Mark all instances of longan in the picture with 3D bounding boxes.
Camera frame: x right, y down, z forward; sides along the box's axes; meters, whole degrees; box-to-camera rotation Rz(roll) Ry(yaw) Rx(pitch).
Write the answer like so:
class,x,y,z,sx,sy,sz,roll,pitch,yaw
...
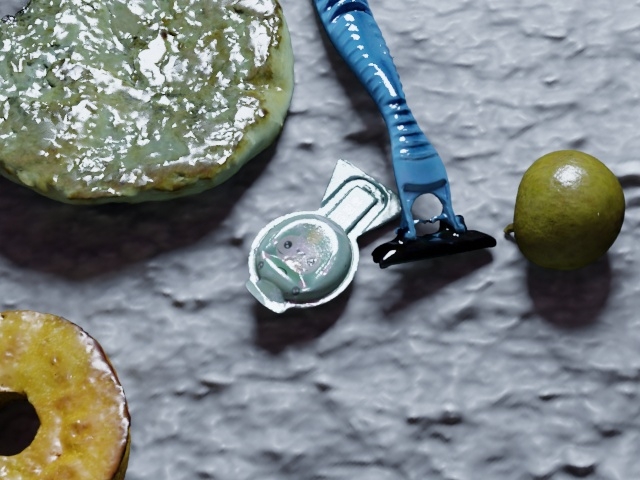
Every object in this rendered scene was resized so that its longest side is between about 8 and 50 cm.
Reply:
class,x,y,z,sx,sy,sz,roll,pitch,yaw
longan,0.145,-0.018,0.675,0.083,0.075,0.075,-15,55,46

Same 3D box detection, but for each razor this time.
class,x,y,z,sx,sy,sz,roll,pitch,yaw
razor,0.040,-0.100,0.731,0.082,0.042,0.253,-8,60,-19

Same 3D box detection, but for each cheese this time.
class,x,y,z,sx,sy,sz,roll,pitch,yaw
cheese,0.000,0.000,0.699,0.067,0.026,0.121,35,62,16

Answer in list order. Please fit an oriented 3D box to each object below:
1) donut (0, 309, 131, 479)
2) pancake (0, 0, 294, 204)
class,x,y,z,sx,sy,sz,roll,pitch,yaw
donut,-0.178,0.116,0.642,0.152,0.058,0.152,-1,57,2
pancake,-0.135,-0.126,0.750,0.253,0.037,0.253,3,62,-5
